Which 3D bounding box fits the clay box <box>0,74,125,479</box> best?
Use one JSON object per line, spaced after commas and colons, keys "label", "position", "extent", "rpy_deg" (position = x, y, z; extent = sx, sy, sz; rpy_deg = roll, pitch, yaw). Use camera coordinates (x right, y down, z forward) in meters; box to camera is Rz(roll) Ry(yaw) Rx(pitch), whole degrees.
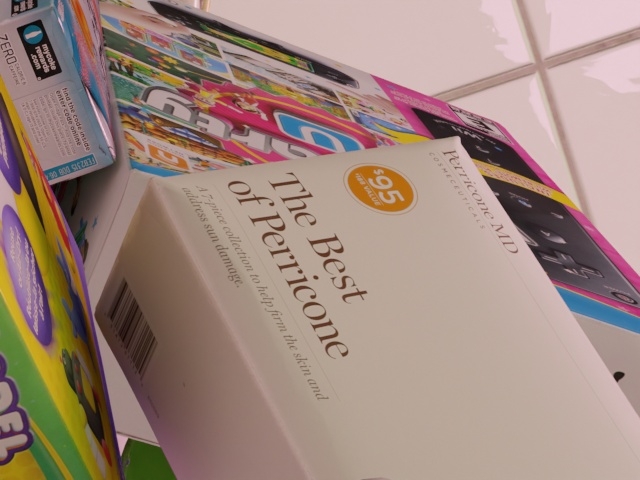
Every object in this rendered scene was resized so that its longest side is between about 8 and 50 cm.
{"label": "clay box", "position": [-0.103, -0.029, 0.440], "extent": [0.127, 0.053, 0.222], "rpy_deg": [-109, -178, -49]}

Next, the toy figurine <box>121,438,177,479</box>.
{"label": "toy figurine", "position": [-0.011, 0.119, 0.877], "extent": [0.159, 0.173, 0.130], "rpy_deg": [134, -48, -76]}

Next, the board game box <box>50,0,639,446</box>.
{"label": "board game box", "position": [0.000, 0.000, 0.786], "extent": [0.303, 0.224, 0.097], "rpy_deg": [-115, -135, -67]}

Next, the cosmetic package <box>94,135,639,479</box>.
{"label": "cosmetic package", "position": [0.041, 0.083, 0.460], "extent": [0.239, 0.099, 0.060], "rpy_deg": [59, -39, 30]}

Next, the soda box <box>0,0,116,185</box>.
{"label": "soda box", "position": [-0.112, -0.074, 0.690], "extent": [0.183, 0.063, 0.058], "rpy_deg": [-108, 178, -65]}

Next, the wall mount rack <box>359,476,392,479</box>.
{"label": "wall mount rack", "position": [0.016, 0.166, 0.232], "extent": [0.304, 0.130, 0.350], "rpy_deg": [86, -18, -50]}

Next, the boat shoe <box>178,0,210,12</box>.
{"label": "boat shoe", "position": [-0.118, -0.229, 1.038], "extent": [0.091, 0.109, 0.305], "rpy_deg": [52, 30, -84]}
